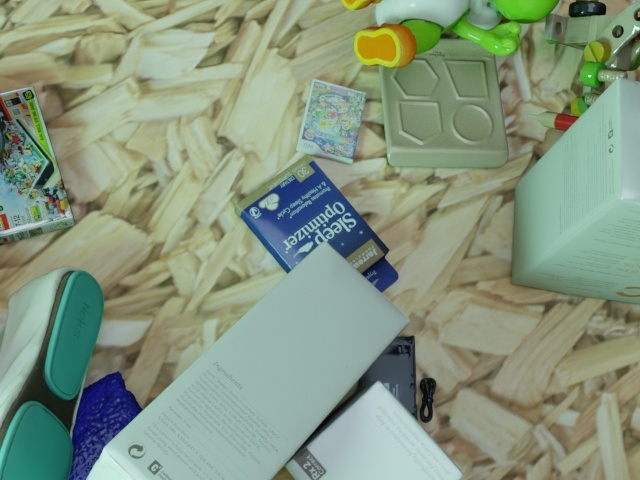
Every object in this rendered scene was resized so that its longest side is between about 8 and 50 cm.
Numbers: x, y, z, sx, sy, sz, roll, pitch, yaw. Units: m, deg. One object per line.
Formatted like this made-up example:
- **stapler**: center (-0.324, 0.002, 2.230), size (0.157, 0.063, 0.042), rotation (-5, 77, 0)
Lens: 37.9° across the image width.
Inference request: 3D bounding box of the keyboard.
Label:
- **keyboard**: center (0.107, 0.220, 1.282), size (0.108, 0.023, 0.180), rotation (1, 72, -4)

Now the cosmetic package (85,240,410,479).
- **cosmetic package**: center (-0.087, 0.199, 1.102), size (0.156, 0.217, 0.385), rotation (44, 55, 6)

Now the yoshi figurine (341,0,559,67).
- **yoshi figurine**: center (0.220, -0.367, 1.379), size (0.362, 0.203, 0.203), rotation (-21, 55, -35)

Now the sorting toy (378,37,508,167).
- **sorting toy**: center (0.187, -0.212, 1.442), size (0.193, 0.038, 0.208), rotation (0, 76, -11)

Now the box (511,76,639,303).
- **box**: center (0.422, -0.050, 1.261), size (0.215, 0.345, 0.168), rotation (9, 69, -8)

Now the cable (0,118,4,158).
- **cable**: center (-0.514, -0.138, 1.244), size (0.184, 0.047, 0.150), rotation (25, 86, 17)

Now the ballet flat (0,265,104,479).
- **ballet flat**: center (-0.357, 0.204, 1.102), size (0.139, 0.139, 0.400), rotation (10, 47, -7)

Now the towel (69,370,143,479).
- **towel**: center (-0.320, 0.328, 1.131), size (0.308, 0.076, 0.228), rotation (-33, 81, -19)

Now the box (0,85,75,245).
- **box**: center (-0.422, -0.103, 1.282), size (0.114, 0.036, 0.207), rotation (-17, 75, -16)

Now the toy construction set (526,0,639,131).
- **toy construction set**: center (0.418, -0.252, 1.425), size (0.237, 0.257, 0.309), rotation (19, 39, 42)

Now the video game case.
- **video game case**: center (0.017, -0.180, 1.408), size (0.087, 0.011, 0.122), rotation (14, 69, -6)

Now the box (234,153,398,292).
- **box**: center (0.000, 0.000, 1.330), size (0.136, 0.036, 0.225), rotation (-37, 83, -20)

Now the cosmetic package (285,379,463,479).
- **cosmetic package**: center (0.060, 0.276, 1.150), size (0.151, 0.184, 0.151), rotation (-42, 85, -7)
